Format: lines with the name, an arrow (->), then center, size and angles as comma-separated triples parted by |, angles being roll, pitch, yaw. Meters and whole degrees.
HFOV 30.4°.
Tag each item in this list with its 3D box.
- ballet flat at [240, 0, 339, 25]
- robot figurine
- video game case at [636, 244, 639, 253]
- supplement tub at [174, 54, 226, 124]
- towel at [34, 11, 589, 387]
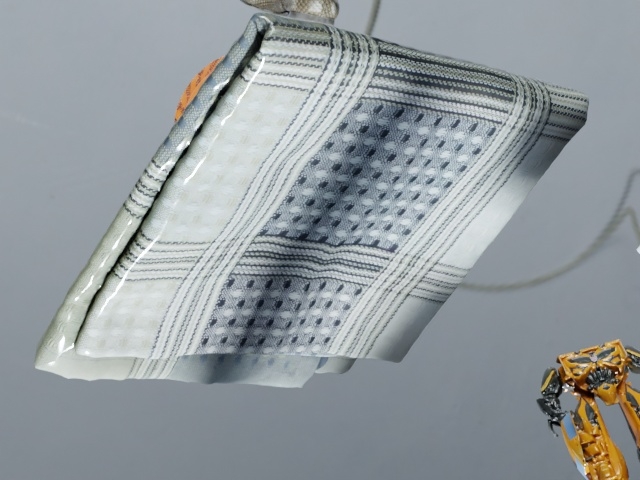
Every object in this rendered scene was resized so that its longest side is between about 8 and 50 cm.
ballet flat -> -0.037, -0.303, 1.447 | 0.084, 0.250, 0.058 | 6, 102, -21
robot figurine -> 0.459, 0.268, 1.841 | 0.211, 0.291, 0.085 | -16, 132, 2
video game case -> 0.428, -0.109, 1.096 | 0.061, 0.244, 0.269 | 38, 70, 5
supplement tub -> -0.030, -0.072, 1.012 | 0.117, 0.117, 0.190 | -36, 137, 15
towel -> 0.000, 0.000, 0.826 | 0.312, 0.056, 0.324 | 5, 134, -43
